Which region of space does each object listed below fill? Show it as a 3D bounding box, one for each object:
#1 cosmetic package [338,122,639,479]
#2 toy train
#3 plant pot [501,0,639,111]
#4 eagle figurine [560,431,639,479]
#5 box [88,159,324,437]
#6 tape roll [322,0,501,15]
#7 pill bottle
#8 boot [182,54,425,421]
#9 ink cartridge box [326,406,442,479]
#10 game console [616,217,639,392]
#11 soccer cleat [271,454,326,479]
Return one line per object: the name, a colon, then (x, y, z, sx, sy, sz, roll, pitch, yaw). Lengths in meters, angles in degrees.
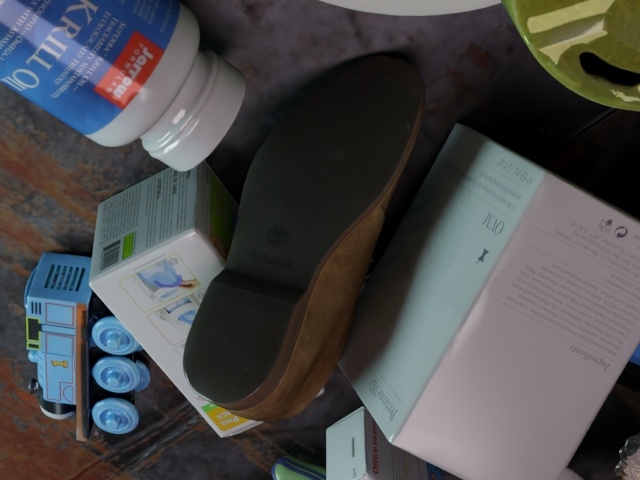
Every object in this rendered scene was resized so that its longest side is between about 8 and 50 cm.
cosmetic package: (0.133, 0.051, 1.172, 0.138, 0.224, 0.224, 26, 96, -16)
toy train: (-0.203, 0.095, 1.334, 0.105, 0.080, 0.184, 8, 130, 2)
plant pot: (0.184, -0.216, 0.909, 0.276, 0.254, 0.276, -2, 129, -2)
eagle figurine: (0.337, 0.253, 1.406, 0.298, 0.225, 0.226, -4, 132, 25)
box: (-0.091, 0.049, 1.276, 0.103, 0.114, 0.203, -26, 123, 15)
tape roll: (0.070, -0.335, 1.015, 0.392, 0.072, 0.392, -1, 127, -2)
pill bottle: (-0.166, -0.146, 1.116, 0.221, 0.124, 0.124, 32, 120, -25)
boot: (0.000, 0.000, 1.199, 0.305, 0.112, 0.115, -63, 148, -9)
ink cartridge box: (0.061, 0.229, 1.442, 0.052, 0.088, 0.122, -33, 122, 24)
game console: (0.319, 0.055, 1.278, 0.173, 0.250, 0.293, 39, 120, 2)
soccer cleat: (-0.053, 0.319, 1.525, 0.121, 0.093, 0.289, 37, 128, 8)
